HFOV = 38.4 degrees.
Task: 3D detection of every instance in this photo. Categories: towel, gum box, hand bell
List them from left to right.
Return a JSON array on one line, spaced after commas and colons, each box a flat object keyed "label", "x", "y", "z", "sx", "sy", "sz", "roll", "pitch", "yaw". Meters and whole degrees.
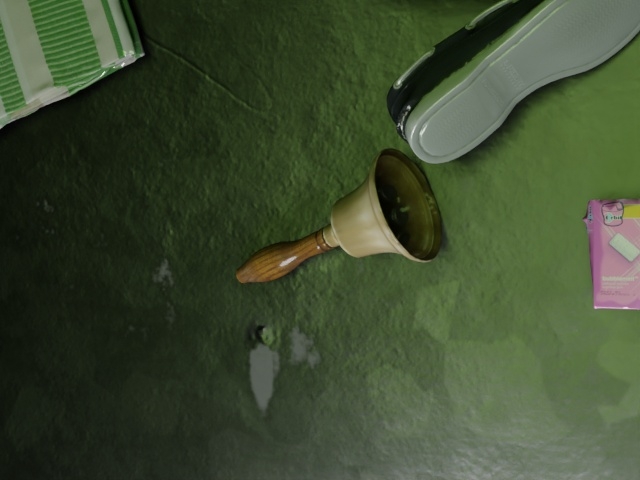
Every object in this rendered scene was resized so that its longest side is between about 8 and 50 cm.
[{"label": "towel", "x": -0.391, "y": -0.278, "z": 1.185, "sx": 0.325, "sy": 0.038, "sz": 0.248, "roll": -21, "pitch": 83, "yaw": 22}, {"label": "hand bell", "x": 0.000, "y": 0.000, "z": 1.020, "sx": 0.242, "sy": 0.126, "sz": 0.126, "roll": -22, "pitch": 83, "yaw": 33}, {"label": "gum box", "x": 0.352, "y": 0.012, "z": 0.887, "sx": 0.188, "sy": 0.062, "sz": 0.107, "roll": 0, "pitch": 91, "yaw": 21}]

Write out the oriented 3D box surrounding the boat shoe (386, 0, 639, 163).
[{"label": "boat shoe", "x": 0.199, "y": -0.201, "z": 0.918, "sx": 0.302, "sy": 0.114, "sz": 0.091, "roll": -32, "pitch": 46, "yaw": 4}]
